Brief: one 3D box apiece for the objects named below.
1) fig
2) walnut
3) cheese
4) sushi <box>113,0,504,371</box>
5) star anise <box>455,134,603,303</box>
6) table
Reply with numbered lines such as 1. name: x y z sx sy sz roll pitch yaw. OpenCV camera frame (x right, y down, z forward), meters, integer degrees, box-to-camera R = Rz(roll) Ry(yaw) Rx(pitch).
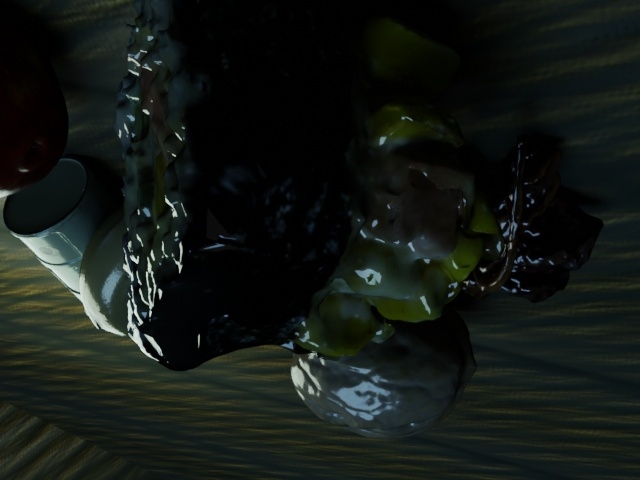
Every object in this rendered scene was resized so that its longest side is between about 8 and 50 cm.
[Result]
1. fig: -0.398 -0.151 1.024 0.249 0.186 0.204 23 170 11
2. walnut: 0.077 0.141 1.165 0.224 0.224 0.224 16 151 9
3. cheese: -0.213 0.031 1.199 0.091 0.202 0.175 46 177 41
4. sushi: -0.022 -0.067 0.827 0.285 0.329 0.328 -2 148 -19
5. star anise: 0.164 -0.006 0.951 0.190 0.126 0.220 -3 145 44
6. table: -0.302 0.004 1.268 0.126 0.126 0.220 5 148 27
